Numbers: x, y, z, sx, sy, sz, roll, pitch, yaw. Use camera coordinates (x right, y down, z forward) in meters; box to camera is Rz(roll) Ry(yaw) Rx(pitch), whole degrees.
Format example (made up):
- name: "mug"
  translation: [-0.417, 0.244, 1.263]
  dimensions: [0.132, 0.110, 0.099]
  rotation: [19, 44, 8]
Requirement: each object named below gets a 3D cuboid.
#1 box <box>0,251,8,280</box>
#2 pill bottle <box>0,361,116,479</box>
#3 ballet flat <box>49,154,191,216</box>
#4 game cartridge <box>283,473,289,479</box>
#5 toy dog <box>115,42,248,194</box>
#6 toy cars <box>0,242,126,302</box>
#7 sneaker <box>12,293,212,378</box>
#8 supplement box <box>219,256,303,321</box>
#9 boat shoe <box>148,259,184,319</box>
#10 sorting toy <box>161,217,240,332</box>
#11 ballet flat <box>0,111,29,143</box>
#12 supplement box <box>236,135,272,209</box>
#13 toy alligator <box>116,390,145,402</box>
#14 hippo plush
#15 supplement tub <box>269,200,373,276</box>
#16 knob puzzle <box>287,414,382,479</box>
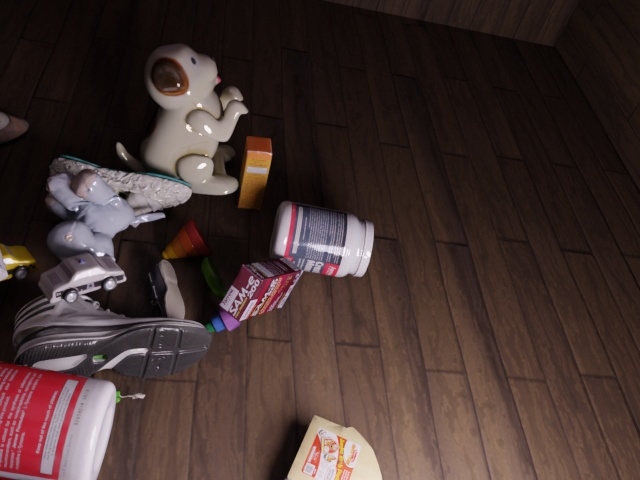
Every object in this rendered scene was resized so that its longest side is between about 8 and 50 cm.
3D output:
- name: "box"
  translation: [-0.858, 0.016, 1.541]
  dimensions: [0.232, 0.058, 0.322]
  rotation: [-31, 55, -6]
- name: "pill bottle"
  translation: [-0.636, 0.359, 1.351]
  dimensions: [0.407, 0.229, 0.229]
  rotation: [12, 44, -8]
- name: "ballet flat"
  translation: [-0.582, -0.136, 1.964]
  dimensions: [0.408, 0.147, 0.147]
  rotation: [12, 44, -3]
- name: "game cartridge"
  translation: [-0.011, 0.589, 1.463]
  dimensions: [0.198, 0.062, 0.297]
  rotation: [39, 47, 15]
- name: "toy dog"
  translation: [-0.410, -0.386, 2.030]
  dimensions: [0.395, 0.408, 0.285]
  rotation: [3, 35, -2]
- name: "toy cars"
  translation: [-0.660, 0.058, 1.587]
  dimensions: [0.393, 0.087, 0.176]
  rotation: [7, 32, -2]
- name: "sneaker"
  translation: [-0.494, 0.189, 1.617]
  dimensions: [0.447, 0.169, 0.257]
  rotation: [1, 36, -31]
- name: "supplement box"
  translation: [-0.148, 0.121, 1.757]
  dimensions: [0.073, 0.130, 0.239]
  rotation: [36, 17, 18]
- name: "boat shoe"
  translation: [-0.408, 0.148, 1.779]
  dimensions: [0.065, 0.075, 0.206]
  rotation: [-30, 55, 15]
- name: "sorting toy"
  translation: [-0.333, 0.107, 1.826]
  dimensions: [0.126, 0.127, 0.366]
  rotation: [-27, 57, -3]
- name: "ballet flat"
  translation: [-1.013, -0.331, 2.003]
  dimensions: [0.107, 0.106, 0.316]
  rotation: [41, 47, 21]
- name: "supplement box"
  translation: [-0.202, -0.200, 2.057]
  dimensions: [0.080, 0.233, 0.078]
  rotation: [3, 46, -12]
- name: "toy alligator"
  translation: [-0.495, 0.360, 1.531]
  dimensions: [0.189, 0.056, 0.051]
  rotation: [10, 84, -9]
- name: "hippo plush"
  translation: [-0.620, -0.019, 1.797]
  dimensions: [0.294, 0.234, 0.237]
  rotation: [39, 49, -42]
- name: "supplement tub"
  translation: [0.000, 0.000, 1.955]
  dimensions: [0.272, 0.191, 0.191]
  rotation: [11, 44, -8]
- name: "knob puzzle"
  translation: [0.042, 0.501, 1.511]
  dimensions: [0.213, 0.030, 0.213]
  rotation: [10, 43, -9]
